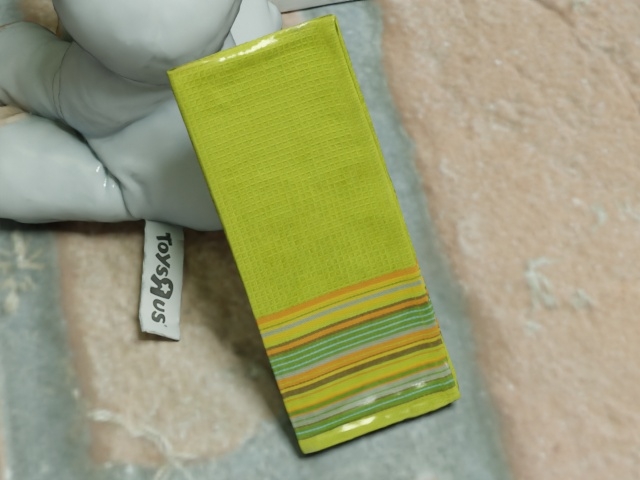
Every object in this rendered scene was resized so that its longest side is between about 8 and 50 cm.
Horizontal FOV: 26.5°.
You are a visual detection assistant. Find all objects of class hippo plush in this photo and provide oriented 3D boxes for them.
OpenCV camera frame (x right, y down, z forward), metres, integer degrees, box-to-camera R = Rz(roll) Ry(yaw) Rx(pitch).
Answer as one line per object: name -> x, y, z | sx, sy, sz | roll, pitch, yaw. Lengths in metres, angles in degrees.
hippo plush -> -0.132, -0.119, 0.834 | 0.234, 0.236, 0.294 | -11, 55, -2

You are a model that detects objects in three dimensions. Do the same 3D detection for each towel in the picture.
towel -> 0.000, 0.000, 0.767 | 0.102, 0.237, 0.021 | -21, 14, -9

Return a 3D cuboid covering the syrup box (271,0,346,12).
syrup box -> 0.066, -0.244, 0.985 | 0.236, 0.096, 0.093 | -9, 57, 0
